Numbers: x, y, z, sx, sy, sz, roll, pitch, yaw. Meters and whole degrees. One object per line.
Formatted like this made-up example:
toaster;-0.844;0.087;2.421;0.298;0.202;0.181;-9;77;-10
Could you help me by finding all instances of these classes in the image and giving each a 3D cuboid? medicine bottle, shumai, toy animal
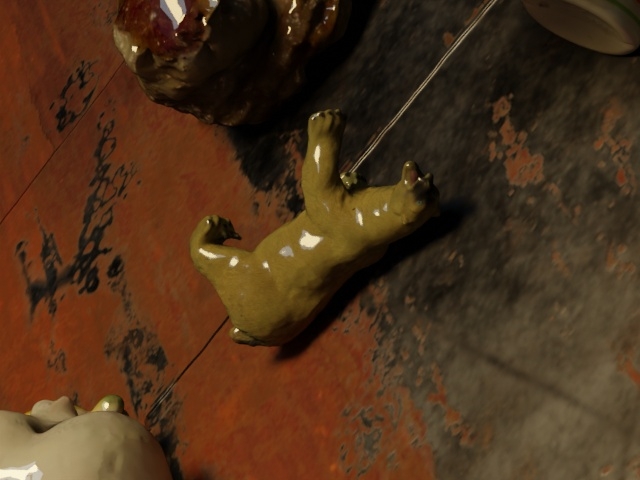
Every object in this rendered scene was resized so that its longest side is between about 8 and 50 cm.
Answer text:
medicine bottle;0.203;-0.217;1.186;0.086;0.086;0.183;13;74;59
shumai;-0.101;-0.199;1.515;0.218;0.185;0.184;10;78;58
toy animal;0.000;0.000;1.303;0.218;0.103;0.101;-42;52;23
toy animal;-0.211;0.225;1.317;0.310;0.183;0.247;-35;41;26
